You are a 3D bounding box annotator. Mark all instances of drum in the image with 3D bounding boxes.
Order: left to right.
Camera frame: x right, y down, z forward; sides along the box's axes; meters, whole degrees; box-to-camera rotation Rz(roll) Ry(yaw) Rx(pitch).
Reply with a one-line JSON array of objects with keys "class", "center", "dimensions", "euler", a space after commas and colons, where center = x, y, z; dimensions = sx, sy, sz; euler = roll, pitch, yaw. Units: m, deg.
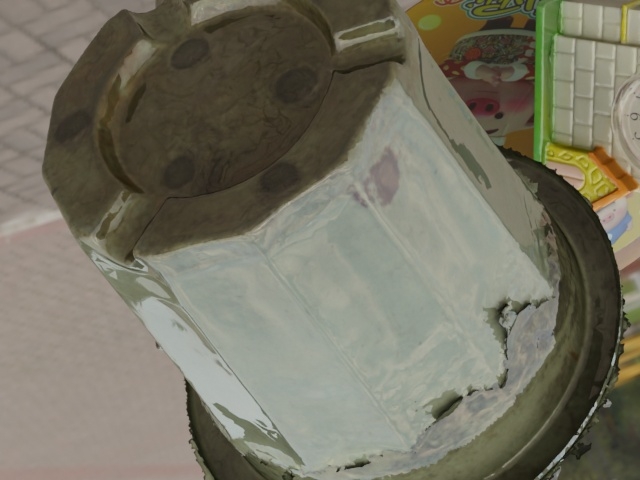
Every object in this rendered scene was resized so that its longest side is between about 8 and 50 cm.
[{"class": "drum", "center": [0.261, -0.147, 1.644], "dimensions": [0.431, 0.431, 0.214], "euler": [-22, 135, 1]}]

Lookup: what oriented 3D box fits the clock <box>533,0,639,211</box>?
[{"class": "clock", "center": [0.349, -0.131, 1.277], "dimensions": [0.255, 0.219, 0.106], "euler": [16, -150, 39]}]

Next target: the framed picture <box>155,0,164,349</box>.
[{"class": "framed picture", "center": [-0.018, -0.059, 1.233], "dimensions": [0.326, 0.446, 0.028], "euler": [19, 141, -34]}]

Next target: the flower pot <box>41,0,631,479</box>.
[{"class": "flower pot", "center": [0.000, 0.000, 0.673], "dimensions": [0.290, 0.290, 0.259], "euler": [-24, 141, 10]}]
